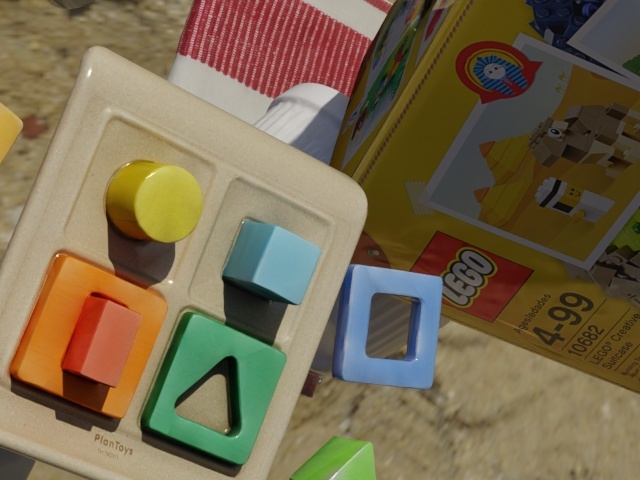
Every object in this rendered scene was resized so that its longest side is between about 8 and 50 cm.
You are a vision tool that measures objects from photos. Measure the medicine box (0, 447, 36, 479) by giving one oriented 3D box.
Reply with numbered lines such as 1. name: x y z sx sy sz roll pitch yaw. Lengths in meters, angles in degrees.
1. medicine box: -0.444 0.146 1.740 0.289 0.263 0.149 44 116 39

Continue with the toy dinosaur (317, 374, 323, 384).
1. toy dinosaur: 0.032 0.072 1.723 0.118 0.268 0.064 -36 81 3

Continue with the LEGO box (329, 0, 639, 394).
1. LEGO box: 0.257 -0.122 1.092 0.372 0.193 0.500 21 141 -7

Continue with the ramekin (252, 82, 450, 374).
1. ramekin: 0.000 0.000 1.366 0.109 0.207 0.207 -36 88 -21

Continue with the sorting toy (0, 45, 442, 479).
1. sorting toy: -0.067 0.027 0.912 0.348 0.047 0.196 26 76 -33

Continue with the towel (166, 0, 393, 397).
1. towel: -0.045 -0.058 1.473 0.037 0.237 0.329 12 81 45

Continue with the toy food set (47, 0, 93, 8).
1. toy food set: -0.248 -0.278 1.146 0.092 0.220 0.306 -48 45 3
